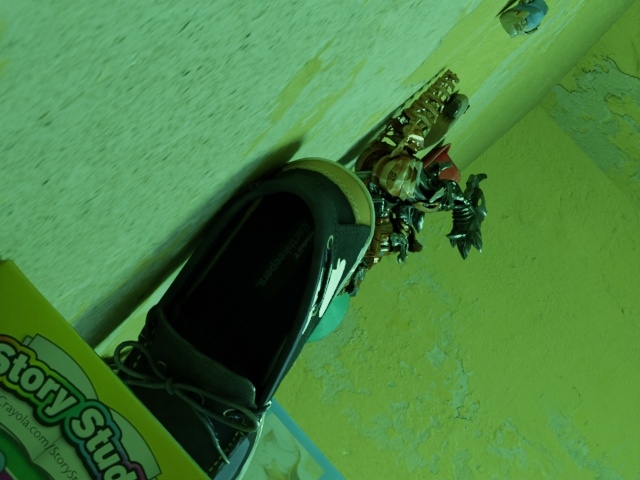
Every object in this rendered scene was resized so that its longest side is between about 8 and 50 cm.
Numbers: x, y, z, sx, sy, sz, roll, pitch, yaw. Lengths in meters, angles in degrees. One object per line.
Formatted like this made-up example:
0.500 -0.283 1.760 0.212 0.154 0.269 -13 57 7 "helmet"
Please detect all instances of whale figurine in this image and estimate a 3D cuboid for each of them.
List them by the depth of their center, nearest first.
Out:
-0.010 0.107 2.257 0.216 0.141 0.272 -42 -172 -13 "whale figurine"

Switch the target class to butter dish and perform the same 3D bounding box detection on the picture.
0.241 -0.111 2.708 0.160 0.118 0.160 -42 176 -3 "butter dish"

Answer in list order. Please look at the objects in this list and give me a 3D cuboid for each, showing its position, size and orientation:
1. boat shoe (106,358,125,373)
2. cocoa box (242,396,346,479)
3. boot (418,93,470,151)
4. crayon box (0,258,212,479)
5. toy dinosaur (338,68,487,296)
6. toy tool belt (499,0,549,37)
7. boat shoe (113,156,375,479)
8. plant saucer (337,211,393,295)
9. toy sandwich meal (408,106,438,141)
-0.248 0.193 1.555 0.102 0.108 0.301 -44 168 29 "boat shoe"
-0.176 0.397 1.890 0.347 0.231 0.228 -40 176 -22 "cocoa box"
0.198 -0.192 2.115 0.118 0.042 0.087 -43 177 12 "boot"
-0.199 0.249 0.833 0.313 0.363 0.106 -41 175 -14 "crayon box"
0.115 -0.067 1.757 0.218 0.164 0.322 21 117 -42 "toy dinosaur"
0.281 -0.306 1.721 0.083 0.052 0.051 -40 -177 -33 "toy tool belt"
-0.120 0.130 1.364 0.500 0.187 0.156 -57 167 10 "boat shoe"
0.050 -0.008 2.064 0.198 0.036 0.198 -51 -159 29 "plant saucer"
0.156 -0.173 1.994 0.085 0.029 0.085 -42 175 -4 "toy sandwich meal"
